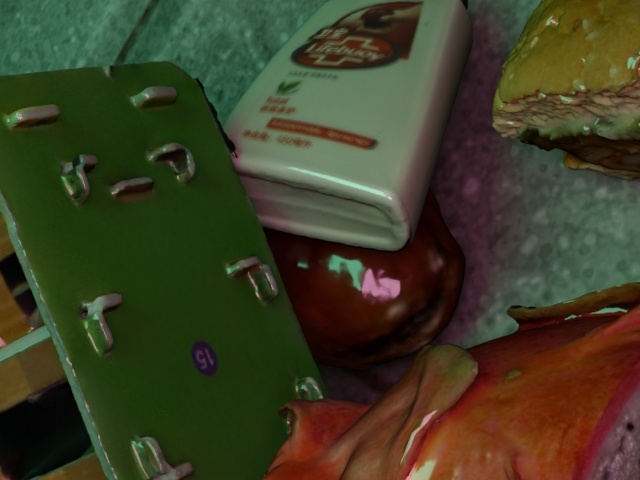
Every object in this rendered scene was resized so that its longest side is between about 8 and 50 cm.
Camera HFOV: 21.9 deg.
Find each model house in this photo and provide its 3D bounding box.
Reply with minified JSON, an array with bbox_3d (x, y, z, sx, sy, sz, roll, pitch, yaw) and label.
[{"bbox_3d":[-0.219,0.105,0.951,0.323,0.340,0.300,-27,83,34],"label":"model house"}]

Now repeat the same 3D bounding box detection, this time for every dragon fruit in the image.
[{"bbox_3d":[0.101,0.170,0.865,0.225,0.305,0.305,0,74,42],"label":"dragon fruit"}]

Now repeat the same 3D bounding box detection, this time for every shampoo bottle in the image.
[{"bbox_3d":[0.046,-0.118,1.096,0.153,0.071,0.284,9,52,29],"label":"shampoo bottle"}]

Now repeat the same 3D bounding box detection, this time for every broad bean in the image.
[{"bbox_3d":[0.000,-0.003,1.135,0.156,0.122,0.228,-52,51,5],"label":"broad bean"}]

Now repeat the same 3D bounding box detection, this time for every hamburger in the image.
[{"bbox_3d":[0.196,-0.149,1.016,0.155,0.135,0.208,12,79,41],"label":"hamburger"}]
